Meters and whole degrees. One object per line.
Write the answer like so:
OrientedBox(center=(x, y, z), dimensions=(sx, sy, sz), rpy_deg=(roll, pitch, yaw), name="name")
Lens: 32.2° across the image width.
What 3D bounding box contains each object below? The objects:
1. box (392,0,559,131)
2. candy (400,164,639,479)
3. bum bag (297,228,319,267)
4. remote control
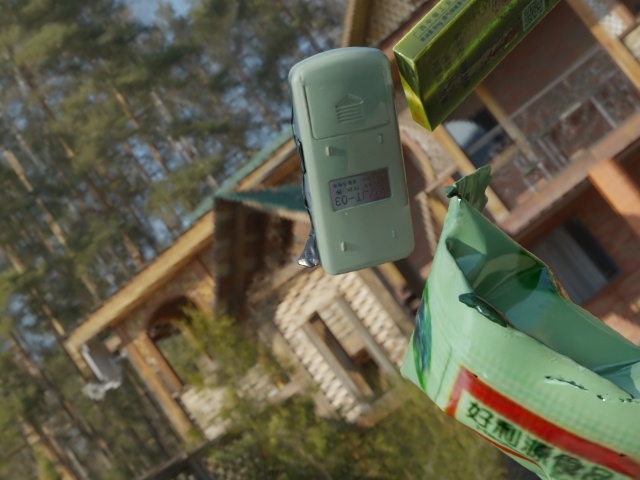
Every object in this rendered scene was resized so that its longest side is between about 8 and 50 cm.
OrientedBox(center=(0.228, -0.306, 1.512), dimensions=(0.311, 0.043, 0.173), rpy_deg=(-46, -28, -10), name="box")
OrientedBox(center=(0.227, 0.149, 1.037), dimensions=(0.172, 0.398, 0.262), rpy_deg=(-26, -37, -32), name="candy")
OrientedBox(center=(0.000, -0.001, 2.030), dimensions=(0.034, 0.058, 0.124), rpy_deg=(62, -140, -53), name="bum bag")
OrientedBox(center=(0.039, -0.104, 1.456), dimensions=(0.140, 0.296, 0.056), rpy_deg=(-15, 21, -13), name="remote control")
